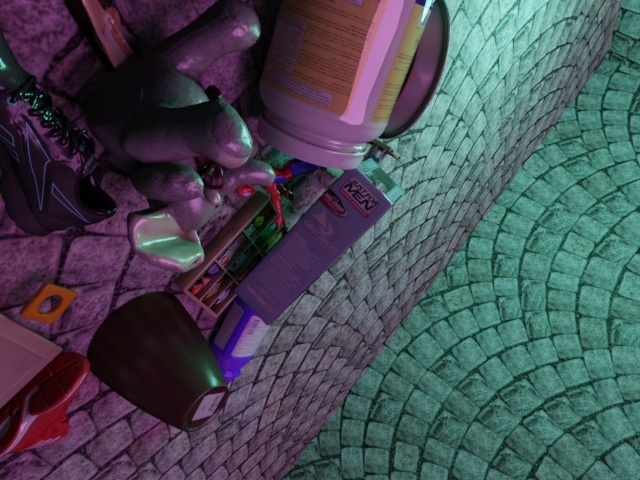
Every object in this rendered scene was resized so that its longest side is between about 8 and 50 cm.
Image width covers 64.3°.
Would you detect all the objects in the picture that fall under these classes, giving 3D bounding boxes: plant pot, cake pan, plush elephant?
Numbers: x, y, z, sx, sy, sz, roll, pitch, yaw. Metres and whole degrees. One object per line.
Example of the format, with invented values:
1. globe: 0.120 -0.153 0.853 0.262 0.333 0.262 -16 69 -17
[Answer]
1. plant pot: -0.291 0.251 0.989 0.215 0.230 0.215 -38 148 -30
2. cake pan: 0.140 -0.349 1.002 0.054 0.293 0.293 7 118 -25
3. plush elephant: -0.187 -0.113 0.720 0.329 0.272 0.255 -19 144 13

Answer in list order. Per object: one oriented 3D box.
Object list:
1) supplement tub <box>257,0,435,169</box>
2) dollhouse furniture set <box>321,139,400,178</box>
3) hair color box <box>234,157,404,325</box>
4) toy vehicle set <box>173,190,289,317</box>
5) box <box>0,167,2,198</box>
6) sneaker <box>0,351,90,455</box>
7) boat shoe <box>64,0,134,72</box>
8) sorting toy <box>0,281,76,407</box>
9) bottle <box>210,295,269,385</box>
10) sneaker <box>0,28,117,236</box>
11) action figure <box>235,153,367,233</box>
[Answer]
1. supplement tub: 0.032 -0.315 0.874 0.241 0.241 0.332 -14 132 -51
2. dollhouse furniture set: 0.078 -0.196 1.192 0.129 0.129 0.183 -59 152 6
3. hair color box: 0.000 0.000 1.090 0.374 0.113 0.185 -46 177 21
4. toy vehicle set: -0.185 0.034 1.127 0.267 0.035 0.166 -49 152 -12
5. box: -0.390 -0.078 0.661 0.054 0.059 0.169 -55 153 -5
6. sneaker: -0.479 0.289 0.915 0.221 0.087 0.128 -41 160 -2
7. boat shoe: -0.277 -0.276 0.643 0.045 0.050 0.135 -48 162 -20
8. sorting toy: -0.519 0.194 0.771 0.348 0.047 0.196 -46 155 -17
9. bottle: -0.209 0.255 1.266 0.118 0.092 0.283 11 111 -59
10. sneaker: -0.299 -0.120 0.539 0.101 0.106 0.268 -88 177 -46
11. action figure: -0.036 -0.119 1.056 0.280 0.091 0.139 -21 114 -15
